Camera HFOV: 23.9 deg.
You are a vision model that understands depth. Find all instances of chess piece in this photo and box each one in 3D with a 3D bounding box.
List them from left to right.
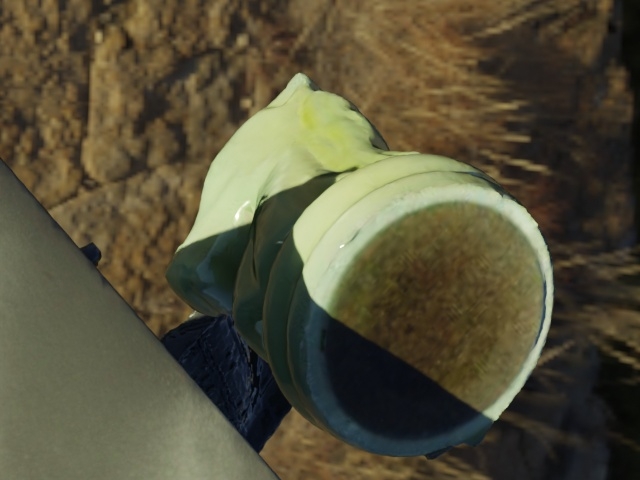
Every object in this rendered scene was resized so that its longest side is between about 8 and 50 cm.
[{"bbox_3d":[0.000,0.000,0.938,0.176,0.298,0.176,-10,113,-23],"label":"chess piece"}]

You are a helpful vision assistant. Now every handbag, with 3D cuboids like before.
[{"bbox_3d":[-0.059,0.078,1.391,0.270,0.088,0.175,-48,146,-33],"label":"handbag"}]

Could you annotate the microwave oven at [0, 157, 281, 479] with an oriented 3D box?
[{"bbox_3d":[-0.258,0.194,0.743,0.236,0.432,0.374,49,53,-8],"label":"microwave oven"}]
